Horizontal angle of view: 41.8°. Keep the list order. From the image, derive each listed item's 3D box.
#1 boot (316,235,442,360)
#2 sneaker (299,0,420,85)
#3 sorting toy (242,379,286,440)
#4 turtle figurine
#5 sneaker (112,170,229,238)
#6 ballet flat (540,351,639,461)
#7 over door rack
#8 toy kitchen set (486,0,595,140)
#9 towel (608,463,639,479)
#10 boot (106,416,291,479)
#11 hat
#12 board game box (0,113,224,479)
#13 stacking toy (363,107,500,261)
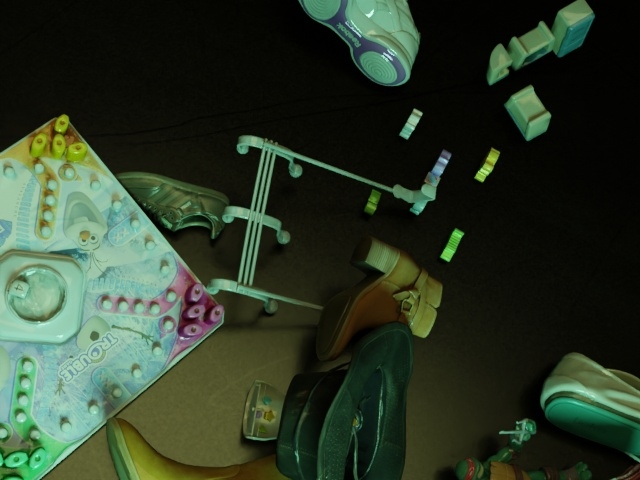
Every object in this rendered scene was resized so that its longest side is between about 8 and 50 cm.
[{"bbox_3d":[0.090,0.108,1.199,0.152,0.073,0.197,32,79,-26],"label":"boot"},{"bbox_3d":[0.063,-0.409,1.424,0.305,0.114,0.152,48,53,-28],"label":"sneaker"},{"bbox_3d":[-0.069,0.251,1.201,0.075,0.045,0.083,15,65,-14],"label":"sorting toy"},{"bbox_3d":[0.279,0.345,1.198,0.234,0.118,0.175,21,64,-17],"label":"turtle figurine"},{"bbox_3d":[-0.234,-0.053,1.270,0.188,0.066,0.071,10,68,-8],"label":"sneaker"},{"bbox_3d":[0.527,0.290,1.282,0.400,0.139,0.139,28,65,0],"label":"ballet flat"},{"bbox_3d":[0.000,0.000,1.271,0.324,0.108,0.240,14,77,-21],"label":"over door rack"},{"bbox_3d":[0.416,-0.296,1.508,0.207,0.122,0.166,-30,77,-1],"label":"toy kitchen set"},{"bbox_3d":[0.296,0.439,1.130,0.328,0.237,0.037,-12,30,-17],"label":"towel"},{"bbox_3d":[-0.140,0.330,1.129,0.211,0.104,0.295,-26,81,-26],"label":"boot"},{"bbox_3d":[0.017,0.251,1.122,0.133,0.331,0.331,7,63,24],"label":"hat"},{"bbox_3d":[-0.388,0.076,1.150,0.390,0.050,0.390,-40,93,-24],"label":"board game box"},{"bbox_3d":[0.185,-0.097,1.391,0.167,0.052,0.221,28,66,0],"label":"stacking toy"}]
